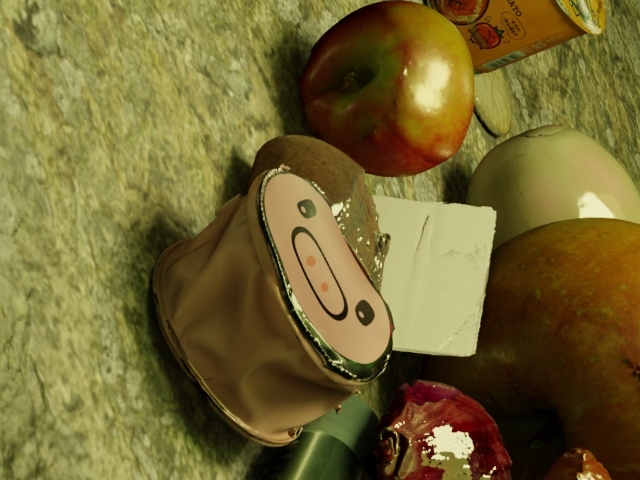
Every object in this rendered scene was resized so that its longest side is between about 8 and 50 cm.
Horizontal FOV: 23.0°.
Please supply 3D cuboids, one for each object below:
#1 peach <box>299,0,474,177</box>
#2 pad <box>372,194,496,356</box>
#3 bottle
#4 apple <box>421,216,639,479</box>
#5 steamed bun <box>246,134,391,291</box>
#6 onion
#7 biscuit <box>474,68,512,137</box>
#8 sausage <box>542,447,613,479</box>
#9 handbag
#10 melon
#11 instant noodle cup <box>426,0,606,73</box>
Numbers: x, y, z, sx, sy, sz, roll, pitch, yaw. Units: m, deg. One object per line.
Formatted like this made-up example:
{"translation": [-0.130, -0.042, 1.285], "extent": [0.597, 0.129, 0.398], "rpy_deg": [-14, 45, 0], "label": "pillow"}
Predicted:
{"translation": [0.075, -0.153, 1.611], "extent": [0.197, 0.197, 0.197], "rpy_deg": [42, 39, -47], "label": "peach"}
{"translation": [0.090, 0.031, 1.572], "extent": [0.232, 0.156, 0.004], "rpy_deg": [-74, 166, -49], "label": "pad"}
{"translation": [-0.021, 0.229, 1.294], "extent": [0.082, 0.082, 0.286], "rpy_deg": [63, 27, -20], "label": "bottle"}
{"translation": [0.303, 0.161, 1.639], "extent": [0.384, 0.374, 0.374], "rpy_deg": [42, 15, 24], "label": "apple"}
{"translation": [0.000, 0.000, 1.449], "extent": [0.175, 0.106, 0.145], "rpy_deg": [56, 30, -36], "label": "steamed bun"}
{"translation": [0.112, 0.232, 1.415], "extent": [0.283, 0.120, 0.227], "rpy_deg": [61, 31, -67], "label": "onion"}
{"translation": [0.227, -0.213, 2.136], "extent": [0.152, 0.020, 0.152], "rpy_deg": [41, 40, -47], "label": "biscuit"}
{"translation": [0.205, 0.330, 1.487], "extent": [0.102, 0.102, 0.330], "rpy_deg": [-68, 177, -53], "label": "sausage"}
{"translation": [-0.035, 0.056, 1.300], "extent": [0.205, 0.116, 0.179], "rpy_deg": [60, 25, 0], "label": "handbag"}
{"translation": [0.299, 0.017, 1.908], "extent": [0.223, 0.223, 0.317], "rpy_deg": [-30, 101, -64], "label": "melon"}
{"translation": [0.247, -0.327, 2.047], "extent": [0.216, 0.172, 0.216], "rpy_deg": [39, 36, -37], "label": "instant noodle cup"}
